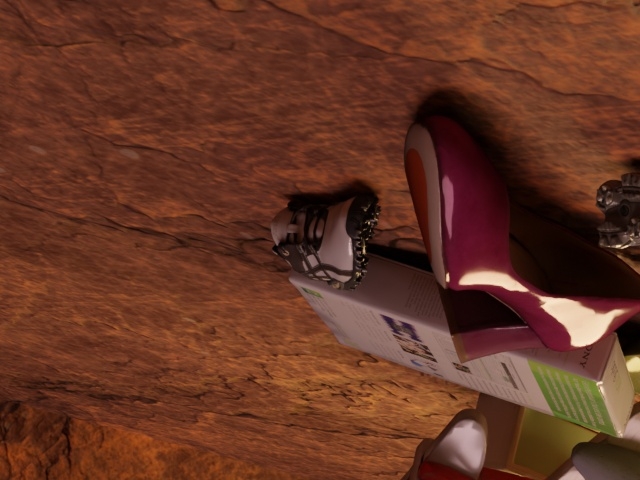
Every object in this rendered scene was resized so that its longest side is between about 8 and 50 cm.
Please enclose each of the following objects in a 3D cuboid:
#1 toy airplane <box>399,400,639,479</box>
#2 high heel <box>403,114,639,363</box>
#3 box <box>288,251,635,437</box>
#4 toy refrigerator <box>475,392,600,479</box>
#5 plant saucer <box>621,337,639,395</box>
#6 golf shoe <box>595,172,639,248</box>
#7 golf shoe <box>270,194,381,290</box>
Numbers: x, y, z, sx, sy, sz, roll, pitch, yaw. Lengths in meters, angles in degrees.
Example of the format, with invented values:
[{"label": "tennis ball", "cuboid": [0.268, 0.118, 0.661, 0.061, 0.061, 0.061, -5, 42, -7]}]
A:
[{"label": "toy airplane", "cuboid": [0.253, 0.356, 2.161, 0.384, 0.272, 0.386, -15, 133, 2]}, {"label": "high heel", "cuboid": [0.173, -0.014, 1.559, 0.181, 0.127, 0.377, -16, 156, 3]}, {"label": "box", "cuboid": [0.146, 0.097, 1.922, 0.322, 0.058, 0.232, 19, 167, 19]}, {"label": "toy refrigerator", "cuboid": [0.312, 0.271, 2.367, 0.269, 0.102, 0.094, 25, 162, -30]}, {"label": "plant saucer", "cuboid": [0.404, 0.137, 1.921, 0.241, 0.037, 0.241, 15, 165, 4]}, {"label": "golf shoe", "cuboid": [0.289, -0.027, 1.434, 0.086, 0.069, 0.176, 1, 180, -39]}, {"label": "golf shoe", "cuboid": [0.000, 0.000, 1.750, 0.094, 0.077, 0.198, 16, 164, -3]}]
